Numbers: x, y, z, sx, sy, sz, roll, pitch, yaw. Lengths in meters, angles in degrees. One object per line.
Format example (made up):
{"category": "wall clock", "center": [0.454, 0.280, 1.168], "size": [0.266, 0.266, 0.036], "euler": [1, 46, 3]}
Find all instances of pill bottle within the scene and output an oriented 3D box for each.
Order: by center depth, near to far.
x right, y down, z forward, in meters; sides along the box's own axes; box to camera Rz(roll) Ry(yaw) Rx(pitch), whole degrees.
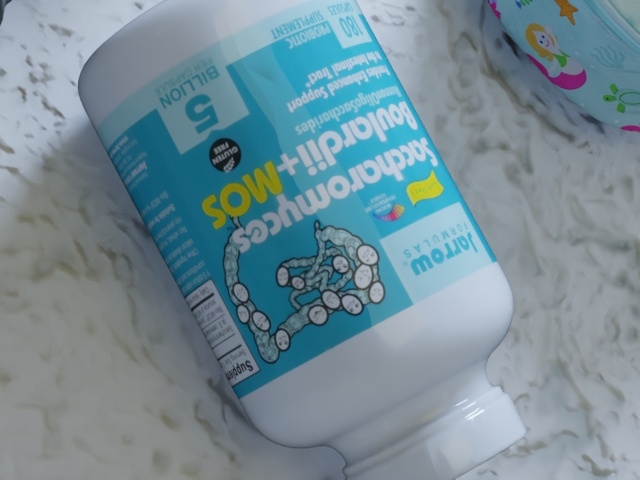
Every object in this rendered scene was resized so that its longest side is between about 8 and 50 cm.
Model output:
{"category": "pill bottle", "center": [0.000, 0.000, 0.972], "size": [0.146, 0.146, 0.264], "euler": [-27, 87, -26]}

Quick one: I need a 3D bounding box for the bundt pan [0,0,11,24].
{"category": "bundt pan", "center": [-0.241, -0.211, 0.893], "size": [0.330, 0.124, 0.331], "euler": [9, 76, -40]}

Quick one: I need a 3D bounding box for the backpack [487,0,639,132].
{"category": "backpack", "center": [0.213, -0.192, 1.096], "size": [0.253, 0.191, 0.225], "euler": [-37, 92, -21]}
